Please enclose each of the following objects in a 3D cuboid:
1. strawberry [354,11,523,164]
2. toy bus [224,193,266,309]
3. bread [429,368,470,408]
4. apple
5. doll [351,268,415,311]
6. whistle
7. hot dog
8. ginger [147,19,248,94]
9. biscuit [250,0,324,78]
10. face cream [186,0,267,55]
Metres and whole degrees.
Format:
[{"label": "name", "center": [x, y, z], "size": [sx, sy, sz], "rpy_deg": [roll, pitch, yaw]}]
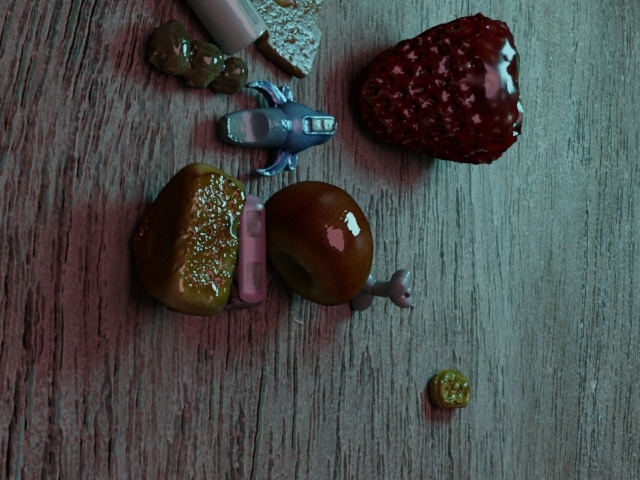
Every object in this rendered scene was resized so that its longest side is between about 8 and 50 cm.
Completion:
[{"label": "strawberry", "center": [0.246, -0.307, 2.175], "size": [0.345, 0.295, 0.317], "rpy_deg": [-11, 125, -28]}, {"label": "toy bus", "center": [-0.138, 0.019, 1.844], "size": [0.063, 0.090, 0.203], "rpy_deg": [4, 81, -32]}, {"label": "bread", "center": [0.275, 0.315, 2.215], "size": [0.111, 0.044, 0.083], "rpy_deg": [7, 73, -44]}, {"label": "apple", "center": [0.000, 0.000, 1.901], "size": [0.173, 0.210, 0.234], "rpy_deg": [-44, 125, -28]}, {"label": "doll", "center": [0.107, 0.083, 2.021], "size": [0.161, 0.160, 0.059], "rpy_deg": [48, 51, -24]}, {"label": "whistle", "center": [-0.076, -0.210, 1.966], "size": [0.269, 0.093, 0.180], "rpy_deg": [-3, 89, -38]}, {"label": "hot dog", "center": [-0.221, 0.007, 1.729], "size": [0.150, 0.153, 0.256], "rpy_deg": [23, 64, -34]}, {"label": "ginger", "center": [-0.212, -0.318, 1.856], "size": [0.204, 0.080, 0.104], "rpy_deg": [25, 59, -36]}, {"label": "biscuit", "center": [-0.082, -0.463, 2.037], "size": [0.284, 0.043, 0.306], "rpy_deg": [-20, 97, -45]}, {"label": "face cream", "center": [-0.229, -0.496, 1.863], "size": [0.345, 0.102, 0.102], "rpy_deg": [55, 50, -23]}]
